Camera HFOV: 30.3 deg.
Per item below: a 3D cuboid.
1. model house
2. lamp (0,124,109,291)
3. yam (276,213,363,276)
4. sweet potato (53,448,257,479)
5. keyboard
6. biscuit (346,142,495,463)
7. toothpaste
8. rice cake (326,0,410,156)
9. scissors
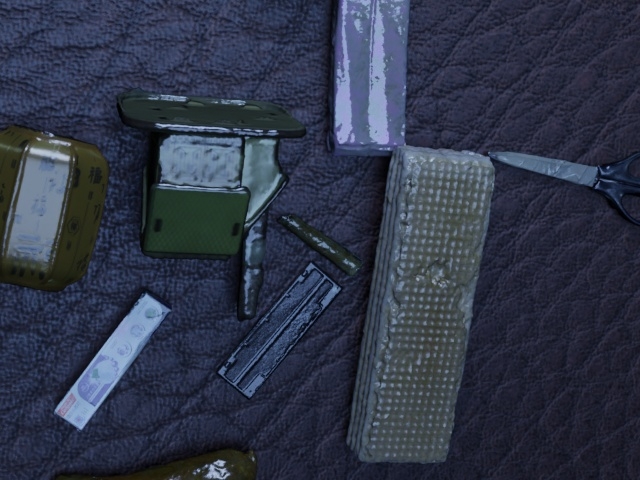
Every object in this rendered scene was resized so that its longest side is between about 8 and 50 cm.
[{"bbox_3d":[-0.149,-0.031,1.456,0.218,0.205,0.279,4,104,-13],"label":"model house"},{"bbox_3d":[-0.339,-0.040,1.421,0.161,0.161,0.185,15,94,-15],"label":"lamp"},{"bbox_3d":[0.000,0.000,1.570,0.129,0.027,0.033,37,127,-17],"label":"yam"},{"bbox_3d":[-0.215,0.324,1.546,0.273,0.075,0.075,-8,99,-8],"label":"sweet potato"},{"bbox_3d":[-0.053,0.121,1.584,0.063,0.010,0.198,42,87,-14],"label":"keyboard"},{"bbox_3d":[0.135,0.088,1.573,0.144,0.078,0.426,3,102,-20],"label":"biscuit"},{"bbox_3d":[-0.267,0.152,1.522,0.047,0.040,0.196,37,88,-11],"label":"toothpaste"},{"bbox_3d":[0.063,-0.258,1.540,0.106,0.050,0.298,0,98,-15],"label":"rice cake"},{"bbox_3d":[0.369,-0.090,1.652,0.299,0.022,0.109,10,91,-14],"label":"scissors"}]
